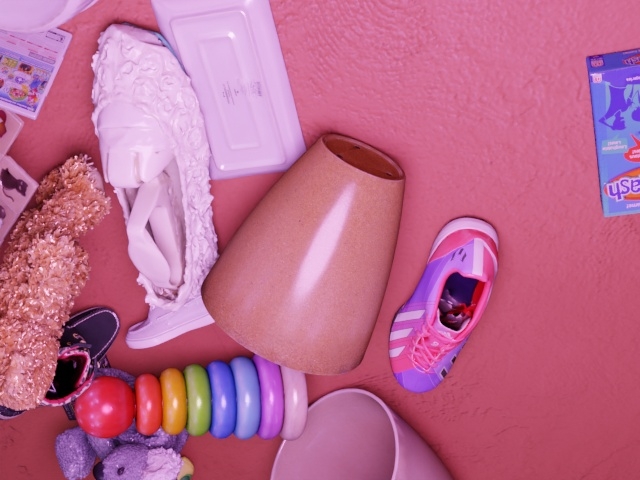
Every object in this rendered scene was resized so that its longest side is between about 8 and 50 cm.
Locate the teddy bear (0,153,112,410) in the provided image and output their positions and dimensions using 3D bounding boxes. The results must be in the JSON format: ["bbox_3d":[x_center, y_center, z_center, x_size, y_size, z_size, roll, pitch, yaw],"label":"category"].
[{"bbox_3d":[-0.372,0.043,1.237,0.113,0.245,0.337,26,85,-33],"label":"teddy bear"}]

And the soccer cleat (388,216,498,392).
[{"bbox_3d":[0.166,0.118,1.347,0.109,0.116,0.318,16,127,-3],"label":"soccer cleat"}]

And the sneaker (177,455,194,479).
[{"bbox_3d":[-0.324,0.482,1.695,0.110,0.123,0.295,27,127,-12],"label":"sneaker"}]

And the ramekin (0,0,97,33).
[{"bbox_3d":[-0.340,-0.335,1.090,0.207,0.109,0.207,4,127,5],"label":"ramekin"}]

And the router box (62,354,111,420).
[{"bbox_3d":[-0.382,0.240,1.574,0.092,0.038,0.122,-3,127,11],"label":"router box"}]

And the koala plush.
[{"bbox_3d":[-0.281,0.342,1.495,0.203,0.221,0.196,15,115,-30],"label":"koala plush"}]

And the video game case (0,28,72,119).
[{"bbox_3d":[-0.369,-0.217,1.185,0.087,0.122,0.011,20,161,-7],"label":"video game case"}]

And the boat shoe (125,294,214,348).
[{"bbox_3d":[-0.220,0.108,1.437,0.184,0.066,0.063,-20,107,24],"label":"boat shoe"}]

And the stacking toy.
[{"bbox_3d":[-0.192,0.239,1.419,0.331,0.141,0.141,-3,129,-15],"label":"stacking toy"}]

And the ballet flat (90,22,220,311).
[{"bbox_3d":[-0.213,-0.071,1.244,0.147,0.147,0.408,-2,127,10],"label":"ballet flat"}]

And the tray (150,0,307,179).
[{"bbox_3d":[-0.111,-0.190,1.214,0.145,0.030,0.270,-6,126,12],"label":"tray"}]

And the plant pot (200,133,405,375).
[{"bbox_3d":[0.000,0.000,1.239,0.237,0.237,0.254,22,112,-8],"label":"plant pot"}]

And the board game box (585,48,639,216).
[{"bbox_3d":[0.413,-0.133,1.164,0.160,0.047,0.210,-8,126,14],"label":"board game box"}]

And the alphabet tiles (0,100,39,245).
[{"bbox_3d":[-0.525,-0.134,1.258,0.342,0.011,0.285,44,123,2],"label":"alphabet tiles"}]

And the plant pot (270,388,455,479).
[{"bbox_3d":[0.106,0.401,1.516,0.256,0.256,0.274,-33,132,28],"label":"plant pot"}]

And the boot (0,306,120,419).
[{"bbox_3d":[-0.347,0.167,1.366,0.179,0.236,0.085,-18,107,50],"label":"boot"}]
